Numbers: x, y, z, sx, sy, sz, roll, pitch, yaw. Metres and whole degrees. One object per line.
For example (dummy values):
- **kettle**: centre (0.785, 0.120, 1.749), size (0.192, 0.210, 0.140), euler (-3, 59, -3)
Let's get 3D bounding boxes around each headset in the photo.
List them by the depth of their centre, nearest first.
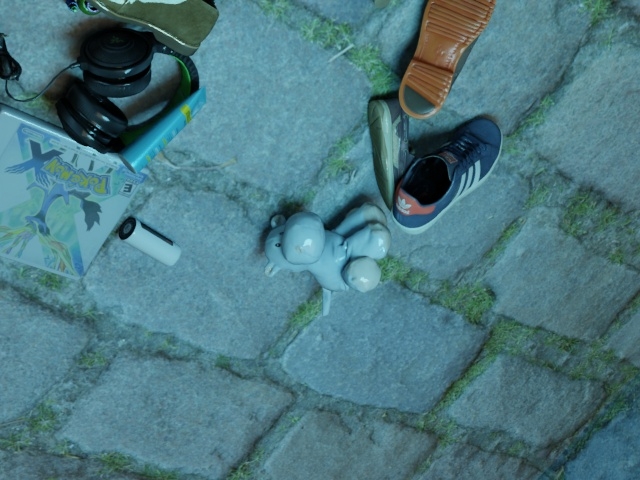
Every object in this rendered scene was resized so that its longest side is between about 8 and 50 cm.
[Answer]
- **headset**: centre (-0.414, -0.295, 1.794), size (0.394, 0.185, 0.243), euler (1, 129, -47)

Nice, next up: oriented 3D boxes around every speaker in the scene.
- **speaker**: centre (-0.363, 0.005, 2.075), size (0.055, 0.055, 0.136), euler (-45, 131, 10)

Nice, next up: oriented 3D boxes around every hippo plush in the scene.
- **hippo plush**: centre (0.000, 0.000, 2.201), size (0.236, 0.234, 0.294), euler (23, 156, -19)

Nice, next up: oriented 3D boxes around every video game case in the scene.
- **video game case**: centre (-0.552, -0.084, 1.922), size (0.329, 0.036, 0.300), euler (22, 112, -38)

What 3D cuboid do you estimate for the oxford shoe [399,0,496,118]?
- **oxford shoe**: centre (0.269, -0.430, 2.051), size (0.130, 0.133, 0.363), euler (29, 99, 6)

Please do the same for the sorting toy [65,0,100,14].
- **sorting toy**: centre (-0.423, -0.430, 1.718), size (0.061, 0.042, 0.102), euler (-42, 133, 7)

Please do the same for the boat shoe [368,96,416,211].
- **boat shoe**: centre (0.169, -0.192, 2.174), size (0.092, 0.103, 0.285), euler (-17, 125, -9)

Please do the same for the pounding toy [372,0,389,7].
- **pounding toy**: centre (0.138, -0.563, 1.882), size (0.181, 0.094, 0.206), euler (3, 132, -35)

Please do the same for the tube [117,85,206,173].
- **tube**: centre (-0.293, -0.213, 1.847), size (0.207, 0.052, 0.080), euler (-45, 179, -14)

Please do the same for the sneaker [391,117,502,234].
- **sneaker**: centre (0.292, -0.169, 2.163), size (0.350, 0.131, 0.148), euler (-49, 158, -21)

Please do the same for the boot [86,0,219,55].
- **boot**: centre (-0.314, -0.440, 1.704), size (0.305, 0.112, 0.115), euler (20, 131, -40)
